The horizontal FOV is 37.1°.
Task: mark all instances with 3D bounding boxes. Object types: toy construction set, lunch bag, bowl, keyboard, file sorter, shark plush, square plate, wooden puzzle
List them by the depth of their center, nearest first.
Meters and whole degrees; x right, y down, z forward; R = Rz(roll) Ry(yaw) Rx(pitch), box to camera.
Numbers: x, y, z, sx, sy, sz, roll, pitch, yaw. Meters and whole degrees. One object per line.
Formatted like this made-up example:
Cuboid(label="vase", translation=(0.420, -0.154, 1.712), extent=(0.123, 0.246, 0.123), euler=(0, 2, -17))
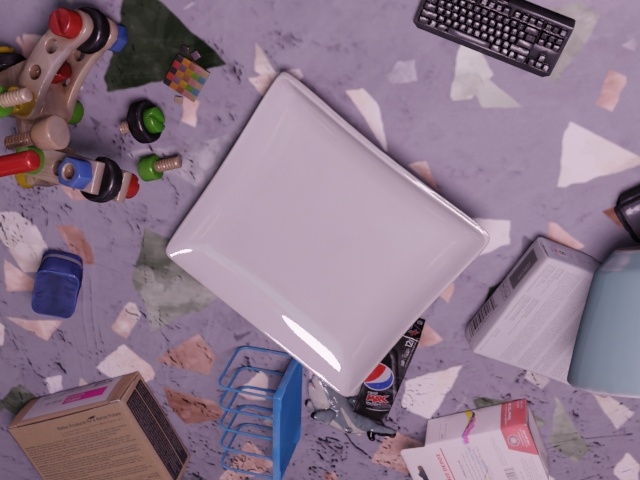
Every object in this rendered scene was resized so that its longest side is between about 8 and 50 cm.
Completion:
Cuboid(label="bowl", translation=(0.447, 0.084, 1.141), extent=(0.312, 0.311, 0.163), euler=(-6, 90, 17))
Cuboid(label="keyboard", translation=(0.211, -0.272, 1.141), extent=(0.180, 0.023, 0.108), euler=(21, 122, 0))
Cuboid(label="toy construction set", translation=(-0.376, -0.142, 1.211), extent=(0.237, 0.309, 0.257), euler=(-9, 109, 23))
Cuboid(label="wooden puzzle", translation=(-0.179, -0.218, 1.275), extent=(0.049, 0.006, 0.083), euler=(32, 121, -6))
Cuboid(label="square plate", translation=(0.000, 0.000, 1.307), extent=(0.344, 0.049, 0.347), euler=(38, 121, 1))
Cuboid(label="lunch bag", translation=(-0.401, 0.068, 1.459), extent=(0.067, 0.065, 0.098), euler=(14, 121, -12))
Cuboid(label="file sorter", translation=(-0.093, 0.264, 1.466), extent=(0.105, 0.118, 0.170), euler=(9, 121, 13))
Cuboid(label="shark plush", translation=(0.048, 0.265, 1.470), extent=(0.161, 0.073, 0.067), euler=(31, 91, 0))

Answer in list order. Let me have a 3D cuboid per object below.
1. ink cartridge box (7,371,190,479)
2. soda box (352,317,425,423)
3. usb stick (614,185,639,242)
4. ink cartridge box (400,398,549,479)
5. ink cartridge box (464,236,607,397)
Cuboid(label="ink cartridge box", translation=(-0.366, 0.338, 1.590), extent=(0.235, 0.088, 0.193), euler=(-16, 113, 22))
Cuboid(label="soda box", translation=(0.100, 0.187, 1.406), extent=(0.053, 0.060, 0.169), euler=(21, 121, 5))
Cuboid(label="usb stick", translation=(0.499, -0.079, 1.166), extent=(0.278, 0.045, 0.077), euler=(-27, 111, 25))
Cuboid(label="ink cartridge box", translation=(0.233, 0.321, 1.447), extent=(0.198, 0.067, 0.115), euler=(-16, 114, 20))
Cuboid(label="ink cartridge box", translation=(0.348, 0.111, 1.322), extent=(0.232, 0.066, 0.189), euler=(18, 124, -22))
